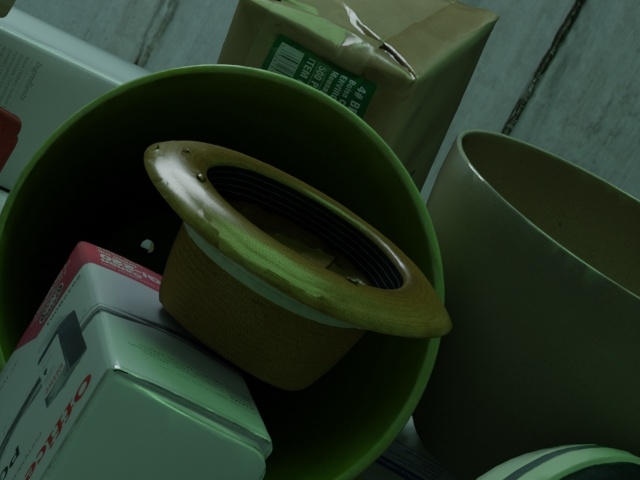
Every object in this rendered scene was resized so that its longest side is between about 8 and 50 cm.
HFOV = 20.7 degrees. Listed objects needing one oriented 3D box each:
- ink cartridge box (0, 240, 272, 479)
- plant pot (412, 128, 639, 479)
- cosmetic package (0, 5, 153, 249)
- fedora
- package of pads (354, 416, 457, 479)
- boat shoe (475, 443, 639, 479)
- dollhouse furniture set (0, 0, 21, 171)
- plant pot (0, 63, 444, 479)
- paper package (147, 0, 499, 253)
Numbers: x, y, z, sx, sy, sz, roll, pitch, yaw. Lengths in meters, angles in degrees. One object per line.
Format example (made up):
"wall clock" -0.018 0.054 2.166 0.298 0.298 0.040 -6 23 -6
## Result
"ink cartridge box" -0.114 0.110 0.880 0.092 0.158 0.218 29 8 -19
"plant pot" 0.166 0.079 1.186 0.284 0.191 0.284 28 17 -10
"cosmetic package" -0.288 -0.137 1.812 0.385 0.156 0.217 26 9 -17
"fedora" -0.025 0.022 0.902 0.194 0.079 0.194 31 13 -8
"package of pads" 0.082 0.167 1.354 0.229 0.101 0.296 30 9 3
"boat shoe" 0.217 0.247 1.050 0.156 0.187 0.500 28 1 43
"dollhouse furniture set" -0.315 -0.227 1.538 0.152 0.374 0.201 27 6 -37
"plant pot" -0.084 0.041 1.181 0.275 0.275 0.293 27 -8 -7
"paper package" -0.004 -0.068 1.551 0.168 0.325 0.309 27 24 8
